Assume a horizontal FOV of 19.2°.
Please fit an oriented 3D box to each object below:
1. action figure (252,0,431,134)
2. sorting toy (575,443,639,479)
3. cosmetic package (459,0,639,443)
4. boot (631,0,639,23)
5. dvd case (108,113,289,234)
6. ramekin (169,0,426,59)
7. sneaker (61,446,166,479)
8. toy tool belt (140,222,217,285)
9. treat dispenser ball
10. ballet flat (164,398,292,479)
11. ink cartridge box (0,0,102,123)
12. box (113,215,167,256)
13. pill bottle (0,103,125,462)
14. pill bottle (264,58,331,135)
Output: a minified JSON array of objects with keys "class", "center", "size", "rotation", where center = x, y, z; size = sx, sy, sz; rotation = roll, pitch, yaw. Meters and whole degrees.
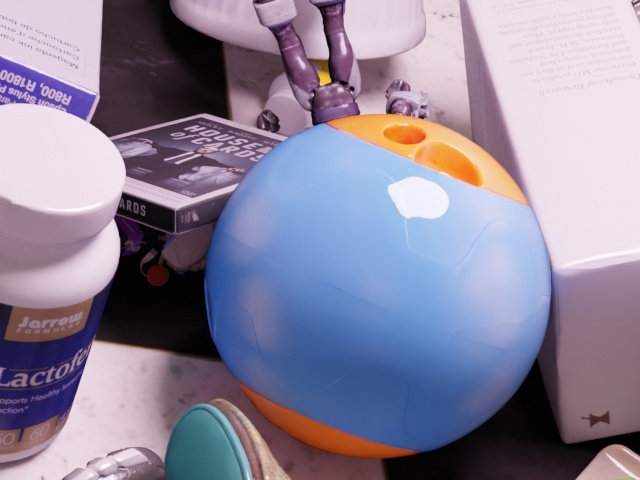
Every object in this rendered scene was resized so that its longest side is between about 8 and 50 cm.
[{"class":"action figure","center":[0.010,-0.145,1.842],"size":[0.185,0.285,0.099],"rotation":[-15,7,-5]},{"class":"sorting toy","center":[0.284,0.274,1.613],"size":[0.193,0.038,0.208],"rotation":[34,40,15]},{"class":"cosmetic package","center":[0.253,-0.056,1.806],"size":[0.162,0.230,0.453],"rotation":[-10,43,0]},{"class":"boot","center":[0.477,-0.210,2.258],"size":[0.247,0.083,0.161],"rotation":[6,46,-17]},{"class":"dvd case","center":[-0.116,-0.064,1.714],"size":[0.179,0.029,0.239],"rotation":[18,24,34]},{"class":"ramekin","center":[-0.017,-0.299,2.010],"size":[0.277,0.135,0.277],"rotation":[6,24,-3]},{"class":"sneaker","center":[-0.180,0.252,1.390],"size":[0.229,0.086,0.132],"rotation":[-28,64,-33]},{"class":"toy tool belt","center":[-0.126,0.009,1.724],"size":[0.052,0.083,0.051],"rotation":[42,-4,-2]},{"class":"treat dispenser ball","center":[0.047,0.037,1.577],"size":[0.288,0.288,0.288],"rotation":[13,39,-11]},{"class":"ballet flat","center":[-0.036,0.272,1.415],"size":[0.123,0.123,0.348],"rotation":[4,41,-22]},{"class":"ink cartridge box","center":[-0.365,-0.211,1.789],"size":[0.324,0.071,0.330],"rotation":[20,29,-19]},{"class":"box","center":[-0.156,-0.045,1.789],"size":[0.162,0.029,0.116],"rotation":[-16,51,-37]},{"class":"pill bottle","center":[-0.241,0.034,1.460],"size":[0.153,0.264,0.153],"rotation":[13,39,-11]},{"class":"pill bottle","center":[-0.015,-0.156,1.960],"size":[0.065,0.065,0.116],"rotation":[27,39,7]}]
